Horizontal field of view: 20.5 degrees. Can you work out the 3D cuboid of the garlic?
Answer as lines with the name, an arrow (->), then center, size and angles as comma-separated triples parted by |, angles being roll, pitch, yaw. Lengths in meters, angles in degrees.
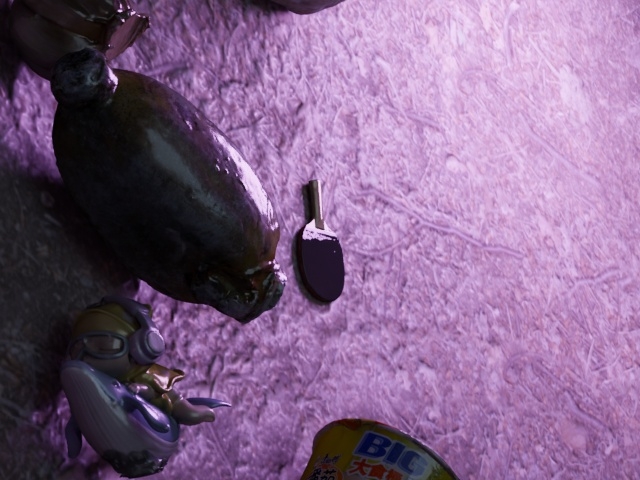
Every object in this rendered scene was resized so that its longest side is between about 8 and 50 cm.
garlic -> -0.287, -0.247, 1.861 | 0.194, 0.127, 0.131 | 38, 22, -2

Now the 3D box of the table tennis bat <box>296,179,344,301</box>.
table tennis bat -> 0.000, 0.000, 2.196 | 0.087, 0.013, 0.156 | 15, 64, -48

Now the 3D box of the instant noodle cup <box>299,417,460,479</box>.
instant noodle cup -> 0.045, 0.319, 1.978 | 0.205, 0.205, 0.153 | 54, 50, -22

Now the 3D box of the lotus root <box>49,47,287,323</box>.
lotus root -> -0.170, -0.063, 1.868 | 0.349, 0.175, 0.175 | 53, 40, -24

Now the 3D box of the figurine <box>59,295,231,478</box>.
figurine -> -0.189, 0.152, 1.793 | 0.208, 0.128, 0.183 | 24, 53, -55

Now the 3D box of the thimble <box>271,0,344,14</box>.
thimble -> -0.001, -0.445, 2.239 | 0.291, 0.195, 0.291 | 24, 58, -45
